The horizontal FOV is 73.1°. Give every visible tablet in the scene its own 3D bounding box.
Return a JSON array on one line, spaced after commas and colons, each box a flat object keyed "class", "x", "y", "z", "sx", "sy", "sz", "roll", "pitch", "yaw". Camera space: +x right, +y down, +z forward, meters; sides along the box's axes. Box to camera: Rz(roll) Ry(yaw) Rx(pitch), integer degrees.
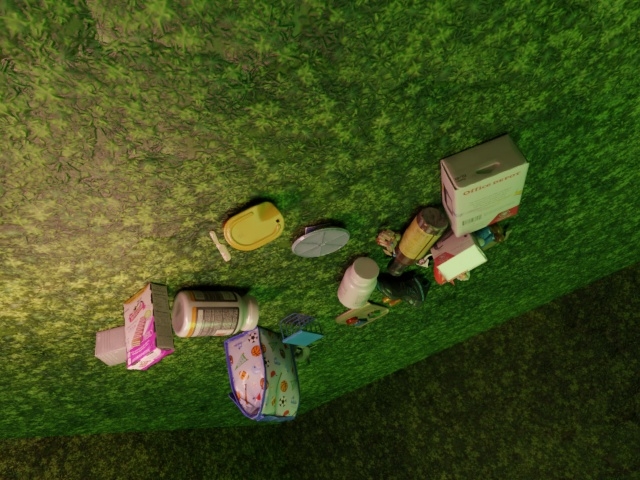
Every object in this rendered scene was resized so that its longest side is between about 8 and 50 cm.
[{"class": "tablet", "x": -0.010, "y": -0.035, "z": 1.424, "sx": 0.083, "sy": 0.006, "sz": 0.054, "roll": -11, "pitch": 149, "yaw": -12}]

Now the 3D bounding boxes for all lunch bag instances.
[{"class": "lunch bag", "x": -0.260, "y": 0.638, "z": 2.001, "sx": 0.238, "sy": 0.386, "sz": 0.328, "roll": -29, "pitch": 149, "yaw": 16}]

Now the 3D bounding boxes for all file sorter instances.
[{"class": "file sorter", "x": -0.090, "y": 0.411, "z": 2.001, "sx": 0.118, "sy": 0.105, "sz": 0.170, "roll": -34, "pitch": 147, "yaw": 23}]

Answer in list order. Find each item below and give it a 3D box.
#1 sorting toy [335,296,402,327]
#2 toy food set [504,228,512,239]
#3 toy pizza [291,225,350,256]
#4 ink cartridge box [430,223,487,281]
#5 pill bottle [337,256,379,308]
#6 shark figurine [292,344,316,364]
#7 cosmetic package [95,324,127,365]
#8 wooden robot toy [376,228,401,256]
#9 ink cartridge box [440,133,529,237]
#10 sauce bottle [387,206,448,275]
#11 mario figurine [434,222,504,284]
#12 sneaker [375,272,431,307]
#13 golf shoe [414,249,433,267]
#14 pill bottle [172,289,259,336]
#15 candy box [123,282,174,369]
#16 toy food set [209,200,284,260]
[{"class": "sorting toy", "x": 0.251, "y": 0.359, "z": 2.164, "sx": 0.307, "sy": 0.041, "sz": 0.229, "roll": -33, "pitch": 147, "yaw": 23}, {"class": "toy food set", "x": 0.717, "y": 0.002, "z": 1.856, "sx": 0.192, "sy": 0.039, "sz": 0.132, "roll": -26, "pitch": 156, "yaw": 2}, {"class": "toy pizza", "x": 0.000, "y": 0.000, "z": 1.452, "sx": 0.201, "sy": 0.032, "sz": 0.201, "roll": -13, "pitch": 156, "yaw": -6}, {"class": "ink cartridge box", "x": 0.485, "y": 0.020, "z": 1.563, "sx": 0.158, "sy": 0.218, "sz": 0.092, "roll": -34, "pitch": 114, "yaw": 22}, {"class": "pill bottle", "x": 0.152, "y": 0.166, "z": 1.712, "sx": 0.131, "sy": 0.131, "sz": 0.229, "roll": -8, "pitch": 148, "yaw": -17}, {"class": "shark figurine", "x": -0.090, "y": 0.613, "z": 2.323, "sx": 0.166, "sy": 0.116, "sz": 0.278, "roll": -17, "pitch": 151, "yaw": -5}, {"class": "cosmetic package", "x": -0.699, "y": 0.380, "z": 1.625, "sx": 0.237, "sy": 0.107, "sz": 0.127, "roll": -12, "pitch": 146, "yaw": -4}, {"class": "wooden robot toy", "x": 0.256, "y": -0.011, "z": 1.575, "sx": 0.079, "sy": 0.076, "sz": 0.173, "roll": -51, "pitch": 152, "yaw": -14}, {"class": "ink cartridge box", "x": 0.513, "y": -0.164, "z": 1.379, "sx": 0.226, "sy": 0.131, "sz": 0.306, "roll": -21, "pitch": 148, "yaw": 6}, {"class": "sauce bottle", "x": 0.342, "y": 0.018, "z": 1.598, "sx": 0.111, "sy": 0.111, "sz": 0.344, "roll": -4, "pitch": 147, "yaw": -24}, {"class": "mario figurine", "x": 0.599, "y": 0.073, "z": 1.721, "sx": 0.320, "sy": 0.170, "sz": 0.198, "roll": -41, "pitch": 109, "yaw": 7}, {"class": "sneaker", "x": 0.361, "y": 0.196, "z": 1.923, "sx": 0.340, "sy": 0.125, "sz": 0.140, "roll": 19, "pitch": 106, "yaw": -42}, {"class": "golf shoe", "x": 0.389, "y": 0.075, "z": 1.734, "sx": 0.198, "sy": 0.094, "sz": 0.077, "roll": -31, "pitch": 148, "yaw": 23}, {"class": "pill bottle", "x": -0.374, "y": 0.261, "z": 1.551, "sx": 0.278, "sy": 0.162, "sz": 0.162, "roll": 7, "pitch": 141, "yaw": -35}, {"class": "candy box", "x": -0.562, "y": 0.277, "z": 1.405, "sx": 0.159, "sy": 0.234, "sz": 0.071, "roll": -35, "pitch": 146, "yaw": 23}, {"class": "toy food set", "x": -0.210, "y": -0.044, "z": 1.255, "sx": 0.217, "sy": 0.071, "sz": 0.128, "roll": -25, "pitch": 125, "yaw": 7}]
